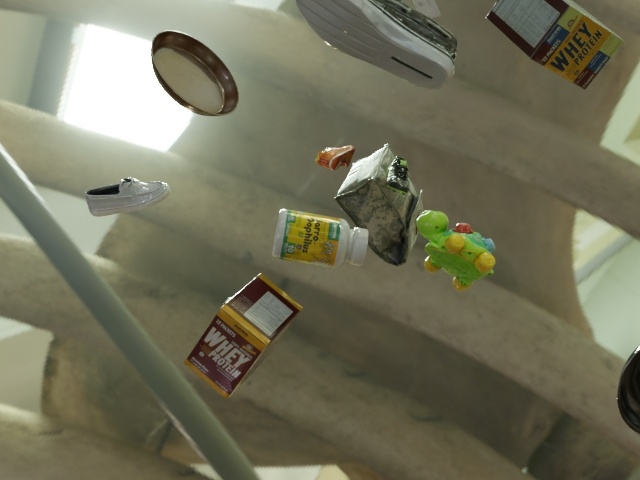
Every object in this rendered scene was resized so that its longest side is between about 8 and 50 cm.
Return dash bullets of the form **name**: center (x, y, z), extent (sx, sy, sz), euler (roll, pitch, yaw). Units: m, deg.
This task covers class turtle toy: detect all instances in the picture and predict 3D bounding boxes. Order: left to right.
- **turtle toy**: center (0.189, 0.008, 1.224), extent (0.066, 0.130, 0.095), euler (-58, 3, -31)

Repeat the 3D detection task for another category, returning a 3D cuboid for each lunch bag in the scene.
- **lunch bag**: center (0.201, -0.094, 2.553), extent (0.169, 0.287, 0.235), euler (-26, 20, 30)

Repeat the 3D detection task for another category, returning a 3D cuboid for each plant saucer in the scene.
- **plant saucer**: center (-0.205, -0.260, 1.397), extent (0.029, 0.168, 0.168), euler (-39, -15, 34)

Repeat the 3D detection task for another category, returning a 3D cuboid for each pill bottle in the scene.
- **pill bottle**: center (0.000, 0.000, 2.024), extent (0.117, 0.208, 0.118), euler (-170, 90, -86)

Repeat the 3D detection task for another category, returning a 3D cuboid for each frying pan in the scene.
- **frying pan**: center (0.527, 0.144, 1.258), extent (0.197, 0.053, 0.326), euler (0, -67, -10)

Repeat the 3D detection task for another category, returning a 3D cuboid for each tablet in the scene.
- **tablet**: center (0.239, -0.547, 2.016), extent (0.006, 0.054, 0.083), euler (-58, -49, -33)

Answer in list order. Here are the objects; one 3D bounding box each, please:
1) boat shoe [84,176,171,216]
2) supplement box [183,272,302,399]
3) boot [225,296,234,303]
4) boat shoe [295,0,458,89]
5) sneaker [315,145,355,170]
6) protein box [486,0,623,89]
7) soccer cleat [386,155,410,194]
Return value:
- **boat shoe**: center (-0.417, -0.104, 1.885), extent (0.066, 0.184, 0.063), euler (-84, -18, -53)
- **supplement box**: center (-0.172, 0.213, 1.969), extent (0.191, 0.129, 0.194), euler (-54, -6, 31)
- **boot**: center (-0.163, 0.192, 2.396), extent (0.123, 0.258, 0.095), euler (-47, -53, -3)
- **boat shoe**: center (0.107, -0.406, 1.643), extent (0.121, 0.335, 0.119), euler (-40, 25, 54)
- **sneaker**: center (0.042, -0.225, 2.295), extent (0.175, 0.067, 0.064), euler (-19, -48, -65)
- **protein box**: center (0.521, -0.472, 1.957), extent (0.199, 0.201, 0.136), euler (17, -60, -36)
- **soccer cleat**: center (0.210, -0.176, 2.348), extent (0.179, 0.060, 0.072), euler (-99, 28, -67)
